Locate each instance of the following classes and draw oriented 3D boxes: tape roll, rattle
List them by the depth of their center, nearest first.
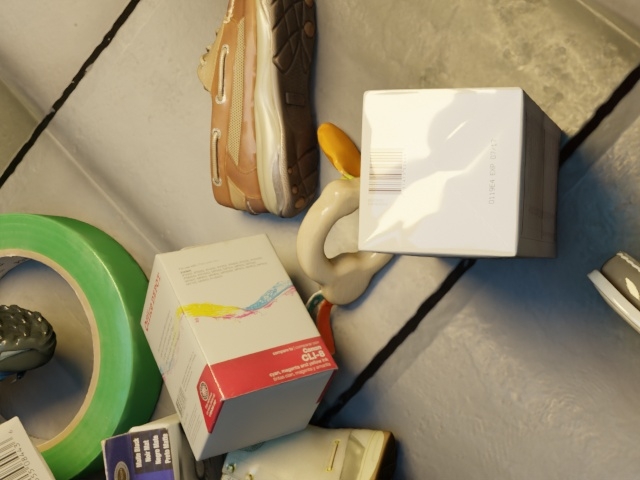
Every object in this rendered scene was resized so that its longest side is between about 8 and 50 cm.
[{"bbox_3d":[0.000,0.000,1.074,0.143,0.130,0.199,38,129,29],"label":"rattle"},{"bbox_3d":[-0.340,0.129,1.195,0.321,0.077,0.321,-1,88,20],"label":"tape roll"}]

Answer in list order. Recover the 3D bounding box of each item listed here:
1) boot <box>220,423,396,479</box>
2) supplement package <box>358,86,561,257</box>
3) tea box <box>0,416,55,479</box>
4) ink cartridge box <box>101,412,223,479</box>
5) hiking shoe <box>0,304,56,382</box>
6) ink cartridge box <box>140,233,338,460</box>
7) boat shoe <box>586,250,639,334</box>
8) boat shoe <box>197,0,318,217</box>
[{"bbox_3d":[-0.029,0.272,1.028,0.165,0.077,0.213,8,49,23],"label":"boot"},{"bbox_3d":[0.136,-0.052,0.926,0.134,0.244,0.139,2,89,20],"label":"supplement package"},{"bbox_3d":[-0.369,0.409,1.043,0.323,0.220,0.329,-38,82,46],"label":"tea box"},{"bbox_3d":[-0.143,0.292,1.036,0.045,0.224,0.223,-9,86,12],"label":"ink cartridge box"},{"bbox_3d":[-0.421,0.163,1.147,0.304,0.113,0.132,-15,113,14],"label":"hiking shoe"},{"bbox_3d":[-0.089,0.103,1.026,0.176,0.127,0.128,61,148,29],"label":"ink cartridge box"},{"bbox_3d":[0.381,0.100,0.905,0.305,0.109,0.091,38,101,12],"label":"boat shoe"},{"bbox_3d":[-0.077,-0.185,1.080,0.116,0.123,0.324,-2,86,23],"label":"boat shoe"}]
